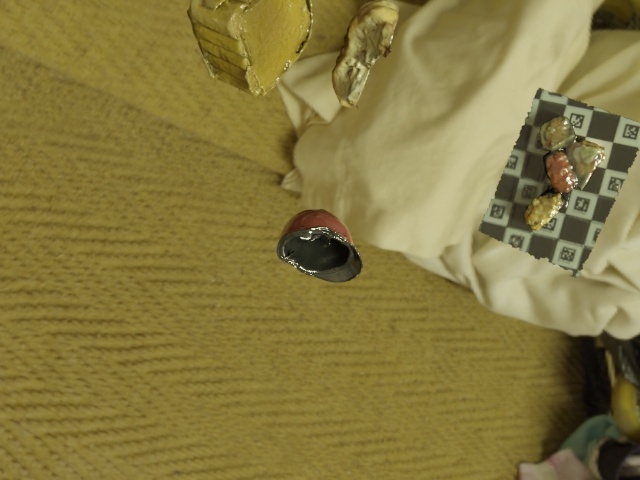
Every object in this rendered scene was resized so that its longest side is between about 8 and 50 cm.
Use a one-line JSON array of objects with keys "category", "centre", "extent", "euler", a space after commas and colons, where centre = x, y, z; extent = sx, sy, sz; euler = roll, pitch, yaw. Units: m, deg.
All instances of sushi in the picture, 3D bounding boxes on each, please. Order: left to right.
[{"category": "sushi", "centre": [0.285, -0.066, 0.893], "extent": [0.139, 0.031, 0.201], "euler": [23, 106, 14]}]

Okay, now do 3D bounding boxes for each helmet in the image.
[{"category": "helmet", "centre": [0.001, 0.000, 0.697], "extent": [0.084, 0.065, 0.049], "euler": [29, 42, -23]}]

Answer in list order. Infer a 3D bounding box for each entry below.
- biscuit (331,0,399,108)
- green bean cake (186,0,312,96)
[{"category": "biscuit", "centre": [0.060, -0.275, 1.060], "extent": [0.061, 0.183, 0.118], "euler": [19, 59, -7]}, {"category": "green bean cake", "centre": [-0.123, -0.407, 1.359], "extent": [0.224, 0.131, 0.230], "euler": [-55, 155, -21]}]
